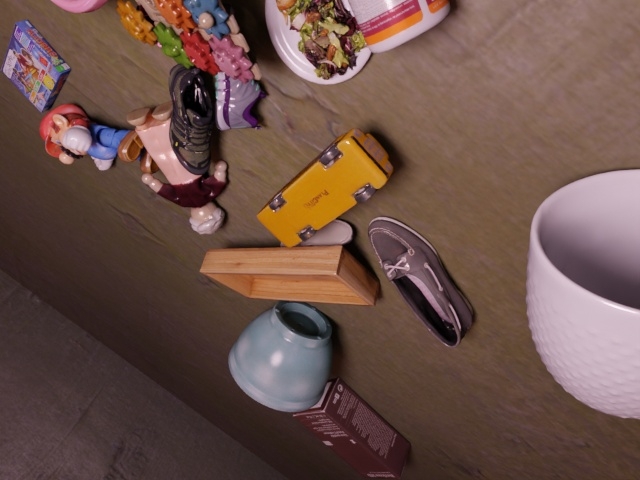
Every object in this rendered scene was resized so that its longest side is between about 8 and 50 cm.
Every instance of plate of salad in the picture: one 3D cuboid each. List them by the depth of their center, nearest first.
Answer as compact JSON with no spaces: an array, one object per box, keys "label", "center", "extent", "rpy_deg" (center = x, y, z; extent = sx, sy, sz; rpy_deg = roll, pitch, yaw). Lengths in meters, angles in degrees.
[{"label":"plate of salad","center":[-0.007,-0.348,0.665],"extent":[0.199,0.048,0.200],"rpy_deg":[17,135,18]}]

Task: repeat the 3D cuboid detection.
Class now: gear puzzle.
[{"label":"gear puzzle","center":[-0.251,-0.351,0.681],"extent":[0.338,0.044,0.175],"rpy_deg":[27,160,33]}]

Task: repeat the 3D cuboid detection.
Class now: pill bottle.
[{"label":"pill bottle","center":[0.075,-0.374,0.533],"extent":[0.121,0.121,0.221],"rpy_deg":[-10,122,38]}]

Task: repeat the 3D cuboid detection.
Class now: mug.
[{"label":"mug","center":[0.505,0.094,0.614],"extent":[0.373,0.276,0.328],"rpy_deg":[-16,129,6]}]

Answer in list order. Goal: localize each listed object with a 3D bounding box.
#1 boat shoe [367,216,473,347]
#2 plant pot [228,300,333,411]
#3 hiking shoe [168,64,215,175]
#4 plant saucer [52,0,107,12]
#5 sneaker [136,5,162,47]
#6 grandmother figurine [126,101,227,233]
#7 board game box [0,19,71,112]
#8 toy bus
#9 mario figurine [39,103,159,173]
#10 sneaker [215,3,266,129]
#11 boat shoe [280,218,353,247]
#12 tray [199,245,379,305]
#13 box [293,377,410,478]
[{"label":"boat shoe","center":[0.215,0.093,0.891],"extent":[0.335,0.096,0.112],"rpy_deg":[47,136,-14]},{"label":"plant pot","center":[-0.084,0.291,1.154],"extent":[0.292,0.293,0.196],"rpy_deg":[29,111,6]},{"label":"hiking shoe","center":[-0.262,-0.235,0.843],"extent":[0.114,0.086,0.227],"rpy_deg":[41,139,52]},{"label":"plant saucer","center":[-0.405,-0.553,0.660],"extent":[0.332,0.084,0.333],"rpy_deg":[19,124,30]},{"label":"sneaker","center":[-0.312,-0.414,0.803],"extent":[0.119,0.047,0.057],"rpy_deg":[30,126,3]},{"label":"grandmother figurine","center":[-0.320,-0.155,1.004],"extent":[0.207,0.104,0.343],"rpy_deg":[-2,130,16]},{"label":"board game box","center":[-0.723,-0.432,1.048],"extent":[0.201,0.035,0.136],"rpy_deg":[-20,115,42]},{"label":"toy bus","center":[0.002,-0.100,0.823],"extent":[0.108,0.130,0.332],"rpy_deg":[46,137,-11]},{"label":"mario figurine","center":[-0.574,-0.225,1.047],"extent":[0.320,0.170,0.198],"rpy_deg":[16,137,17]},{"label":"sneaker","center":[-0.150,-0.318,0.782],"extent":[0.098,0.083,0.224],"rpy_deg":[1,129,-11]},{"label":"boat shoe","center":[0.000,0.000,0.979],"extent":[0.206,0.075,0.065],"rpy_deg":[-11,153,36]},{"label":"tray","center":[-0.082,0.088,1.039],"extent":[0.410,0.076,0.203],"rpy_deg":[-3,152,33]},{"label":"box","center":[0.109,0.662,1.448],"extent":[0.381,0.143,0.191],"rpy_deg":[44,137,-12]}]
